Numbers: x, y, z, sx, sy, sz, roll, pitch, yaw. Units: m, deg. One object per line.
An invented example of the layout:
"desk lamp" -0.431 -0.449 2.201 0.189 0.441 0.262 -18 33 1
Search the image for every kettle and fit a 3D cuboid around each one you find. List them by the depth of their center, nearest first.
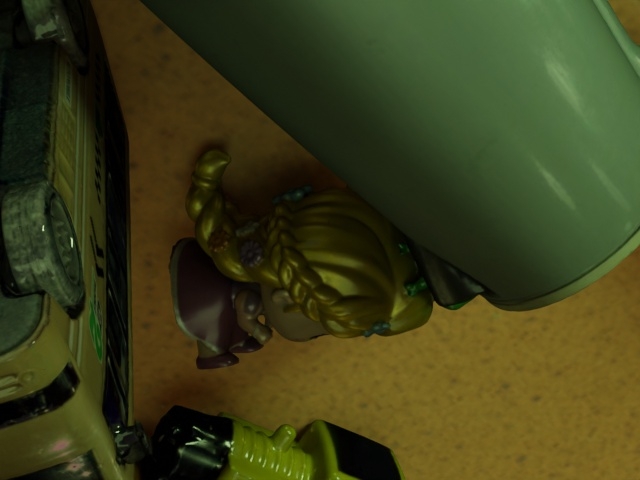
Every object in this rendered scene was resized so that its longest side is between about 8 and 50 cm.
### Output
"kettle" 0.064 -0.108 0.701 0.210 0.160 0.243 -47 112 -5

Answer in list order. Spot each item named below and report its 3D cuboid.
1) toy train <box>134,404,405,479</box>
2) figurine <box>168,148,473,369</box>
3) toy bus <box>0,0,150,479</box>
"toy train" -0.039 0.158 0.947 0.219 0.089 0.127 26 111 -21
"figurine" 0.000 0.000 0.830 0.156 0.095 0.115 -8 108 24
"toy bus" -0.152 0.003 0.692 0.139 0.289 0.157 -15 129 3
